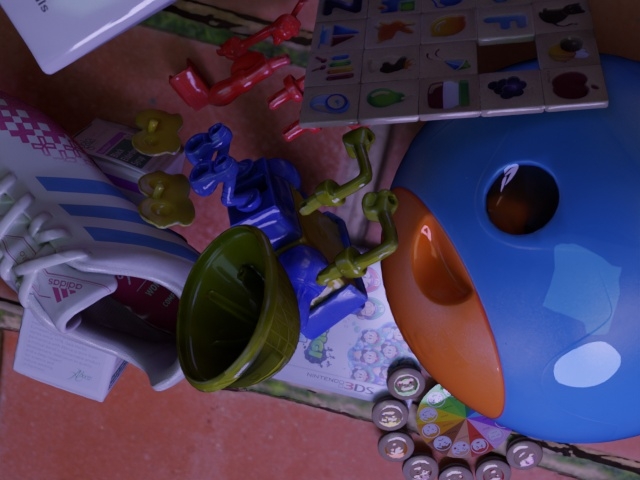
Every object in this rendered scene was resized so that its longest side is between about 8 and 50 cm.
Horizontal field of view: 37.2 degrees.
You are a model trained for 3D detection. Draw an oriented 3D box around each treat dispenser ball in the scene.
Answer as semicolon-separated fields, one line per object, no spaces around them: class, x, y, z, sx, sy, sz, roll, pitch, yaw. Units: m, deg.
treat dispenser ball;0.189;0.005;0.714;0.288;0.288;0.288;3;113;6

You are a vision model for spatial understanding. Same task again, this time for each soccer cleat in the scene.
soccer cleat;-0.211;-0.009;0.738;0.331;0.143;0.116;35;113;-7

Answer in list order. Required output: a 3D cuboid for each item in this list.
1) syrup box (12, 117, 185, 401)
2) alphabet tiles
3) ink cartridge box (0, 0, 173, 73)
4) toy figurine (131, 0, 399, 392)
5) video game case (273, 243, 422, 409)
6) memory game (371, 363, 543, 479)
syrup box;-0.204;0.018;0.878;0.096;0.093;0.237;19;114;-1
alphabet tiles;0.093;-0.164;0.690;0.198;0.237;0.009;-3;135;10
ink cartridge box;-0.026;-0.289;0.608;0.385;0.279;0.160;-28;106;11
toy figurine;0.000;0.000;0.748;0.191;0.362;0.217;-32;129;11
video game case;0.035;0.080;0.914;0.143;0.019;0.157;13;114;2
memory game;0.142;0.176;0.933;0.186;0.012;0.186;0;115;0
